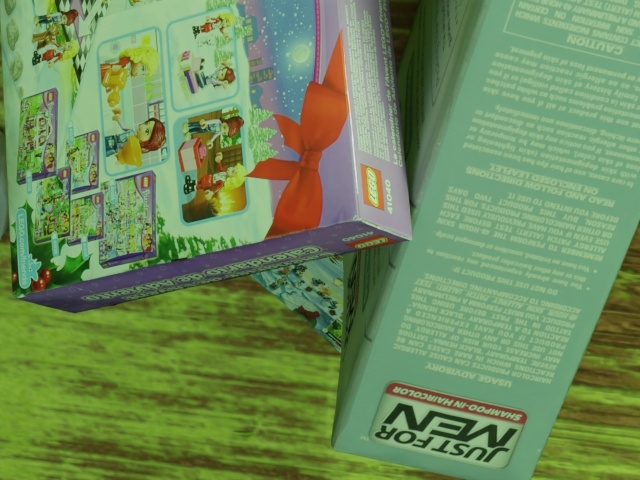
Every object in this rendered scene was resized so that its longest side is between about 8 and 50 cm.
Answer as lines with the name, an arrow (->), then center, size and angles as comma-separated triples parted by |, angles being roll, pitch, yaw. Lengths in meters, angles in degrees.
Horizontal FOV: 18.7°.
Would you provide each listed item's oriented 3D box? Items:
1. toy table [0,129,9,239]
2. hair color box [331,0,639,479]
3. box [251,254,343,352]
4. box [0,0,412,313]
toy table -> -0.331, 0.016, 1.214 | 0.274, 0.161, 0.252 | -28, 113, 30
hair color box -> 0.105, -0.076, 0.983 | 0.114, 0.185, 0.374 | 13, 125, -6
box -> 0.000, 0.000, 1.186 | 0.137, 0.027, 0.094 | 42, 125, -15
box -> -0.066, -0.124, 0.973 | 0.201, 0.293, 0.057 | -12, 164, 28
